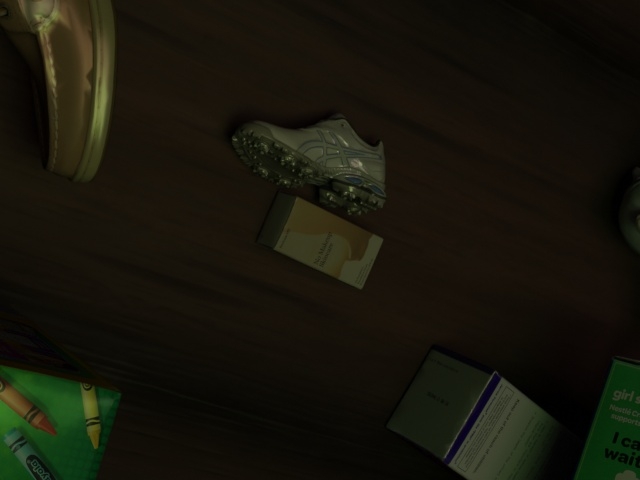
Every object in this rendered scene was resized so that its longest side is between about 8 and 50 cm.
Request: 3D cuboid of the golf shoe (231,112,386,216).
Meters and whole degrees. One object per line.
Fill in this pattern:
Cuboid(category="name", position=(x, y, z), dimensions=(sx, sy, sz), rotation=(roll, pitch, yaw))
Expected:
Cuboid(category="golf shoe", position=(-0.008, -0.090, 1.085), dimensions=(0.176, 0.069, 0.086), rotation=(24, 67, -35))

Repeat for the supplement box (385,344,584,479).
Cuboid(category="supplement box", position=(0.198, 0.225, 1.232), dimensions=(0.220, 0.111, 0.114), rotation=(37, 81, -31))

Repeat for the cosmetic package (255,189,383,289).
Cuboid(category="cosmetic package", position=(0.000, 0.000, 1.109), dimensions=(0.115, 0.041, 0.060), rotation=(24, 88, -32))

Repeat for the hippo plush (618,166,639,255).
Cuboid(category="hippo plush", position=(0.458, -0.001, 1.320), dimensions=(0.294, 0.234, 0.236), rotation=(-33, 101, 24))

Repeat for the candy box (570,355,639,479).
Cuboid(category="candy box", position=(0.328, 0.313, 1.156), dimensions=(0.268, 0.122, 0.317), rotation=(45, 62, -57))

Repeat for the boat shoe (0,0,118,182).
Cuboid(category="boat shoe", position=(-0.235, -0.213, 0.889), dimensions=(0.110, 0.121, 0.341), rotation=(-7, 94, -25))

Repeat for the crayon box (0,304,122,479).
Cuboid(category="crayon box", position=(-0.279, 0.096, 0.824), dimensions=(0.165, 0.278, 0.081), rotation=(18, 90, -32))
